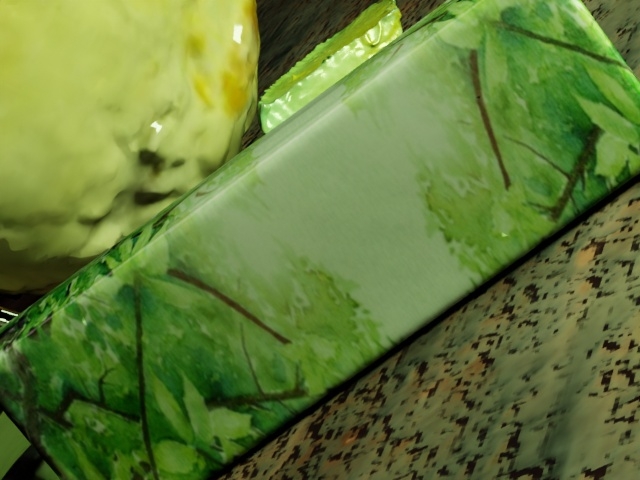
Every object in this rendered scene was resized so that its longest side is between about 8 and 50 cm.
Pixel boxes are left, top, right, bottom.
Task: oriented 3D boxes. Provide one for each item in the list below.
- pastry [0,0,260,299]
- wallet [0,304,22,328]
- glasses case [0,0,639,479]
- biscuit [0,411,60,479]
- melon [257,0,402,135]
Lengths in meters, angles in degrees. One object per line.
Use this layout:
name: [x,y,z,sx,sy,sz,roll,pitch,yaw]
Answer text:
pastry: [-0.208,-0.146,1.142,0.312,0.389,0.388,-67,17,-2]
wallet: [-0.246,0.031,1.096,0.042,0.195,0.161,-67,19,-6]
glasses case: [0.000,0.000,0.753,0.272,0.095,0.062,-35,13,8]
biscuit: [-0.141,0.119,0.841,0.099,0.038,0.322,-34,15,27]
melon: [0.015,-0.108,1.114,0.114,0.053,0.262,-53,5,19]
